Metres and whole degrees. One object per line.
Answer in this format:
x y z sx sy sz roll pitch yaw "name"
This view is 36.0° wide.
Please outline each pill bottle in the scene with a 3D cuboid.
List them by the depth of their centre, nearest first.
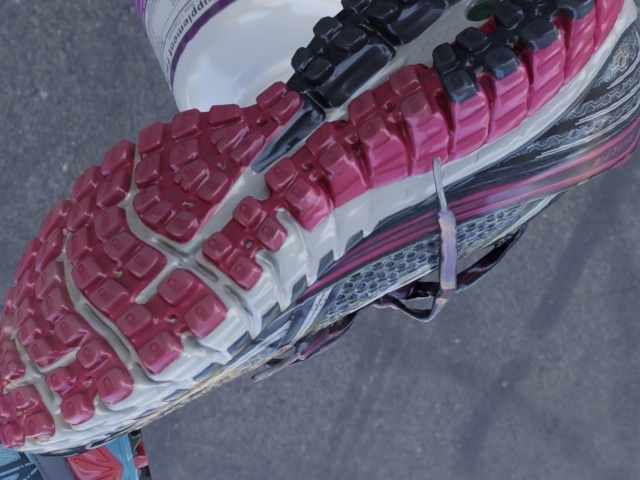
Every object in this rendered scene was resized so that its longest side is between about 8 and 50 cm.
-0.050 -0.174 0.768 0.169 0.301 0.169 -20 152 -11 "pill bottle"

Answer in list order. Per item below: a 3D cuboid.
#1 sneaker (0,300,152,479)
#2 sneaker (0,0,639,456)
-0.144 0.154 0.497 0.125 0.104 0.261 -12 99 -14 "sneaker"
0.000 0.000 0.388 0.299 0.121 0.112 -32 135 7 "sneaker"
